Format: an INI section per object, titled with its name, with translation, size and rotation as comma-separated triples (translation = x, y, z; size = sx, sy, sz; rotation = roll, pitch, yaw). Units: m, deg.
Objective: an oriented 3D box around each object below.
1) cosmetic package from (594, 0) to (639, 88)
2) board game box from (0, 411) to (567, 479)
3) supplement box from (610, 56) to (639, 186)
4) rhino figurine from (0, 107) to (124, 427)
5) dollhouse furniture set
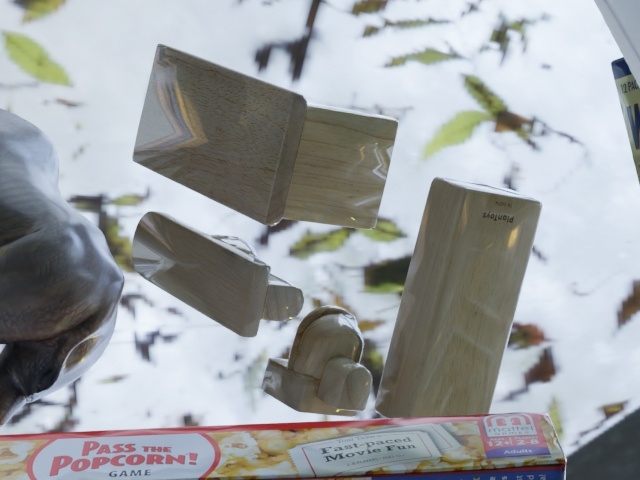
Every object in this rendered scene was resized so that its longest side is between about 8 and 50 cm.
[cosmetic package]
translation = 0.180, -0.109, 0.624
size = 0.113, 0.309, 0.160
rotation = 35, -90, 21
[board game box]
translation = -0.015, 0.137, 0.643
size = 0.193, 0.045, 0.147
rotation = -2, -72, -2
[supplement box]
translation = 0.187, -0.053, 0.843
size = 0.056, 0.083, 0.083
rotation = -17, -95, 63
[rhino figurine]
translation = -0.162, -0.011, 0.838
size = 0.106, 0.073, 0.243
rotation = -29, -136, -6
[dollhouse furniture set]
translation = 0.000, 0.000, 0.883
size = 0.123, 0.151, 0.144
rotation = 25, -76, 53
